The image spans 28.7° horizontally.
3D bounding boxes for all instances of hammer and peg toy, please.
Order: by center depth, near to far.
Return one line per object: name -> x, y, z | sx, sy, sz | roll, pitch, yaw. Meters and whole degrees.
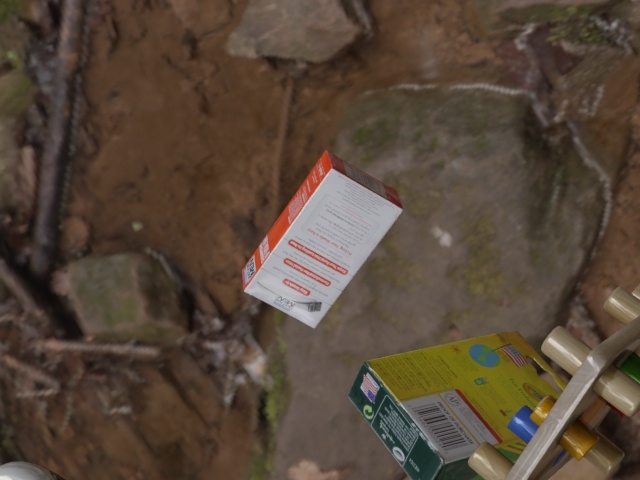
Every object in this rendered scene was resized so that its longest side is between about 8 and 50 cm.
hammer and peg toy -> 0.340, 0.189, 1.513 | 0.127, 0.361, 0.266 | 39, 120, 21

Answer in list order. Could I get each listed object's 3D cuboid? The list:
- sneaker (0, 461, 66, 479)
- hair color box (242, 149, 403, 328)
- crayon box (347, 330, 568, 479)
sneaker -> -0.261, 0.378, 1.030 | 0.145, 0.147, 0.384 | 6, 94, 12
hair color box -> 0.000, 0.000, 1.313 | 0.093, 0.053, 0.167 | 29, 110, -20
crayon box -> 0.225, 0.244, 1.820 | 0.202, 0.318, 0.081 | 51, 133, 36
